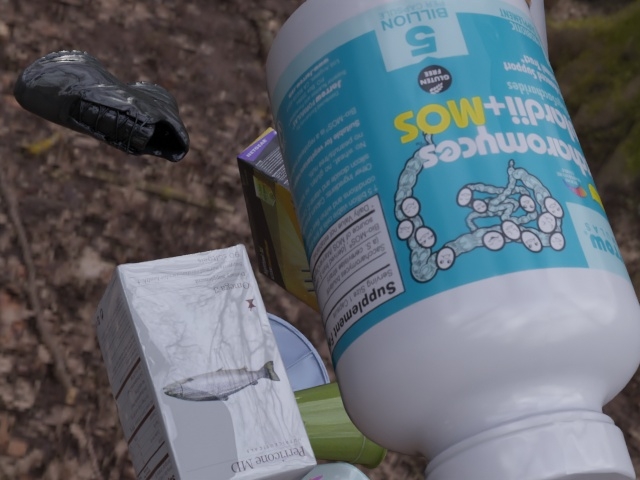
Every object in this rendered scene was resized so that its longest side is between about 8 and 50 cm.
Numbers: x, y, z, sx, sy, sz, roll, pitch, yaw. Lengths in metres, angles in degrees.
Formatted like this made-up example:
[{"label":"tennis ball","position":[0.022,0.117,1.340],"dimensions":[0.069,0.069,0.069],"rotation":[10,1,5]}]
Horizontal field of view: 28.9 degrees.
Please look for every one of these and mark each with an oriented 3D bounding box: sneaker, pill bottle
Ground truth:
[{"label":"sneaker","position":[-0.303,-0.186,1.785],"dimensions":[0.286,0.109,0.130],"rotation":[10,31,-41]},{"label":"pill bottle","position":[0.067,0.004,0.604],"dimensions":[0.146,0.146,0.264],"rotation":[-1,61,-25]}]

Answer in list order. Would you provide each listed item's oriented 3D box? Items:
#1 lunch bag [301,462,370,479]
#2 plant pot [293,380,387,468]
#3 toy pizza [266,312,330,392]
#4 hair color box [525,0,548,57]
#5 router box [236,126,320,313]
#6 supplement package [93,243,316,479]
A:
[{"label":"lunch bag","position":[0.040,0.401,1.508],"dimensions":[0.108,0.224,0.279],"rotation":[-41,100,-28]},{"label":"plant pot","position":[0.004,0.151,1.025],"dimensions":[0.079,0.083,0.083],"rotation":[-2,45,-25]},{"label":"toy pizza","position":[-0.086,0.171,1.321],"dimensions":[0.201,0.032,0.201],"rotation":[5,71,-14]},{"label":"hair color box","position":[0.090,-0.304,1.127],"dimensions":[0.185,0.375,0.114],"rotation":[-20,36,-10]},{"label":"router box","position":[0.000,0.000,1.922],"dimensions":[0.243,0.309,0.081],"rotation":[33,63,26]},{"label":"supplement package","position":[-0.090,0.110,0.922],"dimensions":[0.105,0.105,0.179],"rotation":[-10,68,-27]}]
